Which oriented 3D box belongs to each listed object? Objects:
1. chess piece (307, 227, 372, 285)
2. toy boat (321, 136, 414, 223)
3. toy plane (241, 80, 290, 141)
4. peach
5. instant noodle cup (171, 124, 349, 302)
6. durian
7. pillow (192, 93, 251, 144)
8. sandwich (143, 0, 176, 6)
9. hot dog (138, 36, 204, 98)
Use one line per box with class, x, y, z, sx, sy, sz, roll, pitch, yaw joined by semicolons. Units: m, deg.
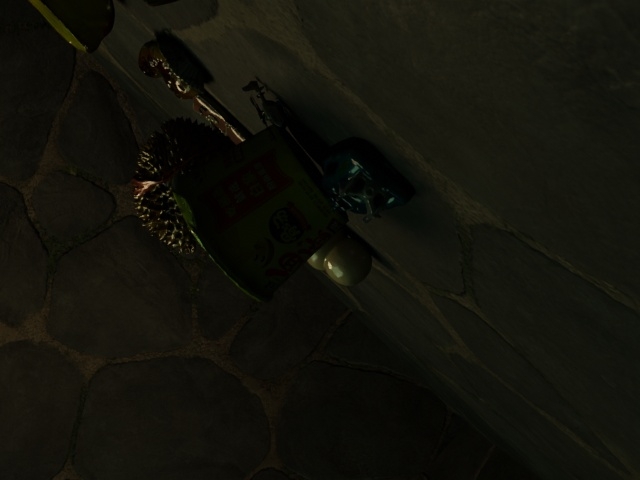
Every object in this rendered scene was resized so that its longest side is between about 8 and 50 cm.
chess piece;0.000;0.000;1.929;0.299;0.167;0.167;34;170;24
toy boat;0.049;-0.083;1.252;0.134;0.092;0.299;41;174;-8
toy plane;-0.091;-0.232;1.338;0.121;0.049;0.031;60;176;11
peach;-0.589;-0.571;1.733;0.267;0.159;0.154;45;163;-32
instant noodle cup;-0.102;-0.066;1.435;0.311;0.221;0.311;52;-172;-10
durian;-0.367;-0.164;2.170;0.347;0.347;0.384;37;142;46
pillow;-0.232;-0.283;1.919;0.232;0.043;0.126;43;173;0
sandwich;-0.254;-0.409;1.245;0.031;0.083;0.044;49;130;2
hot dog;-0.341;-0.389;1.746;0.162;0.082;0.270;45;173;-22
